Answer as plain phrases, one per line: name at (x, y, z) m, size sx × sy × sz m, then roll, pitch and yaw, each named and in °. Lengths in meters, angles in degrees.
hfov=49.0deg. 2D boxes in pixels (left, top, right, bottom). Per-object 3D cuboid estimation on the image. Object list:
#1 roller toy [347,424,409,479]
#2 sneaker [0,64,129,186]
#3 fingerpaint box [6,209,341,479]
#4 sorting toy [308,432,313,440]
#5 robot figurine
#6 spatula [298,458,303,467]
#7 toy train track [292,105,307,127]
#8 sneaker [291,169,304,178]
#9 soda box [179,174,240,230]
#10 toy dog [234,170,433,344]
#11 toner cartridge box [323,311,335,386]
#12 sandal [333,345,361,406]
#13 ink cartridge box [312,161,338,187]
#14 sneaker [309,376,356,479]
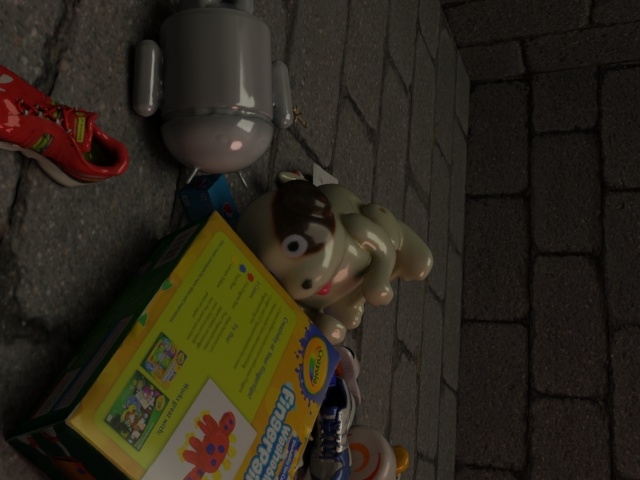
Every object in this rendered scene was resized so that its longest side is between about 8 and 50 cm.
roller toy at (0.110, 0.594, 1.844) m, size 0.209 × 0.191 × 0.146 m, roll -51°, pitch 143°, yaw -15°
sneaker at (-0.361, -0.161, 0.940) m, size 0.279 × 0.118 × 0.108 m, roll 37°, pitch 54°, yaw -60°
fingerpaint box at (-0.190, 0.239, 1.108) m, size 0.371 × 0.163 × 0.445 m, roll 50°, pitch 38°, yaw -22°
sorting toy at (-0.054, 0.357, 1.698) m, size 0.193 × 0.038 × 0.208 m, roll 55°, pitch 35°, yaw -51°
robot figurine at (-0.184, -0.272, 1.251) m, size 0.299 × 0.199 × 0.354 m, roll 1°, pitch 86°, yaw -26°
spatula at (-0.098, 0.372, 1.483) m, size 0.242 × 0.019 × 0.168 m, roll 64°, pitch 9°, yaw 10°
toy train track at (-0.049, -0.314, 1.795) m, size 0.083 × 0.014 × 0.048 m, roll 46°, pitch 47°, yaw -57°
sneaker at (-0.069, -0.092, 1.699) m, size 0.064 × 0.061 × 0.158 m, roll -29°, pitch 126°, yaw -29°
soda box at (-0.196, -0.021, 1.365) m, size 0.071 × 0.067 × 0.210 m, roll -61°, pitch 142°, yaw -50°
toy dog at (0.000, 0.000, 1.384) m, size 0.408 × 0.284 × 0.396 m, roll 1°, pitch 63°, yaw -66°
toner cartridge box at (-0.044, 0.168, 1.635) m, size 0.165 × 0.075 × 0.348 m, roll 17°, pitch 66°, yaw -62°
sandal at (0.059, 0.348, 1.886) m, size 0.265 × 0.101 × 0.076 m, roll 76°, pitch 24°, yaw -44°
ink cartridge box at (-0.008, -0.086, 1.786) m, size 0.232 × 0.066 × 0.189 m, roll 17°, pitch 73°, yaw -69°
sneaker at (0.020, 0.479, 1.755) m, size 0.297 × 0.111 × 0.131 m, roll -83°, pitch 163°, yaw -45°
